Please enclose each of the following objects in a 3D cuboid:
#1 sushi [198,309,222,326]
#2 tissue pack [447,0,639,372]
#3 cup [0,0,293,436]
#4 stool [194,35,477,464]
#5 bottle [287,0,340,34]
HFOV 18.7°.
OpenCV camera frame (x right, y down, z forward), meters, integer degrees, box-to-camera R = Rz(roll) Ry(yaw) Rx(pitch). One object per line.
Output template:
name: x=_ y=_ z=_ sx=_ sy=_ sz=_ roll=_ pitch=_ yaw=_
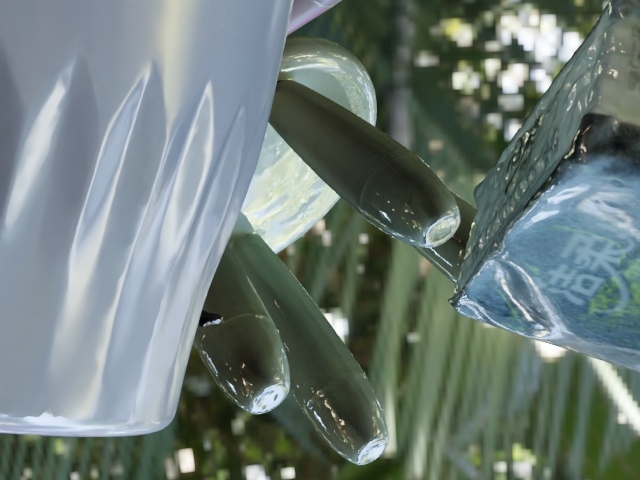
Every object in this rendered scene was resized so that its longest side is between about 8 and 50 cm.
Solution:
sushi: x=-0.169 y=0.013 z=0.816 sx=0.287 sy=0.140 sz=0.149 roll=-16 pitch=-170 yaw=38
tissue pack: x=0.198 y=0.007 z=0.767 sx=0.257 sy=0.185 sz=0.081 roll=17 pitch=-114 yaw=-4
cup: x=-0.122 y=-0.133 z=0.624 sx=0.253 sy=0.371 sz=0.253 roll=8 pitch=177 yaw=0
stool: x=0.000 y=0.000 z=1.218 sx=0.195 sy=0.195 sz=0.198 roll=-46 pitch=-123 yaw=6
bottle: x=-0.027 y=-0.124 z=0.990 sx=0.096 sy=0.045 sz=0.045 roll=-28 pitch=-167 yaw=35
